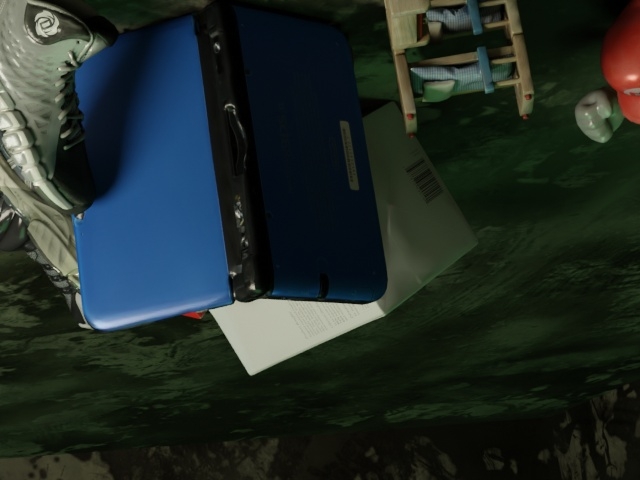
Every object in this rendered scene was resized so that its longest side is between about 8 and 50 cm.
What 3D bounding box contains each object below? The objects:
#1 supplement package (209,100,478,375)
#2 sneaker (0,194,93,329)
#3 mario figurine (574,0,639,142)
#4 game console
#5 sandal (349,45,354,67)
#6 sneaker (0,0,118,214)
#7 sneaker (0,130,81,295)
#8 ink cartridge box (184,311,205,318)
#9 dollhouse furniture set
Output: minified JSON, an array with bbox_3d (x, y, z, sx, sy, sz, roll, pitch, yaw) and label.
[{"bbox_3d":[0.000,0.000,1.815,0.198,0.199,0.262,-34,-176,-42],"label":"supplement package"},{"bbox_3d":[-0.328,0.007,1.868,0.153,0.101,0.269,10,144,1],"label":"sneaker"},{"bbox_3d":[0.407,-0.157,1.653,0.320,0.170,0.198,0,128,-52],"label":"mario figurine"},{"bbox_3d":[-0.095,-0.064,1.498,0.250,0.293,0.173,5,160,-41],"label":"game console"},{"bbox_3d":[-0.043,-0.132,1.632,0.060,0.090,0.219,20,142,-36],"label":"sandal"},{"bbox_3d":[-0.229,-0.136,1.387,0.132,0.229,0.086,-23,-155,11],"label":"sneaker"},{"bbox_3d":[-0.253,-0.050,1.586,0.122,0.283,0.110,-39,140,-5],"label":"sneaker"},{"bbox_3d":[-0.195,0.010,1.727,0.134,0.078,0.231,10,149,39],"label":"ink cartridge box"},{"bbox_3d":[0.132,-0.196,1.463,0.129,0.129,0.184,-10,163,2],"label":"dollhouse furniture set"}]
